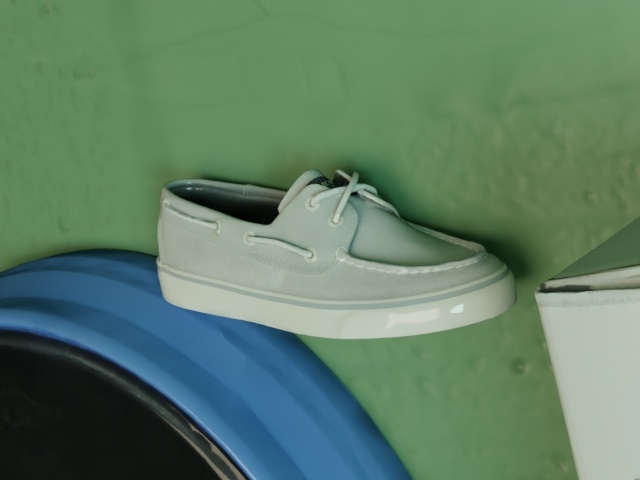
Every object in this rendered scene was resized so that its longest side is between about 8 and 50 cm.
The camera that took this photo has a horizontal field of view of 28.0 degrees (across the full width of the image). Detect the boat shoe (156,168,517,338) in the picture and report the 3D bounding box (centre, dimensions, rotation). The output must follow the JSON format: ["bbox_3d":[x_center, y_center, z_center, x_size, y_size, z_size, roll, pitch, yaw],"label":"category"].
[{"bbox_3d":[0.000,0.000,0.560,0.184,0.066,0.063,8,111,43],"label":"boat shoe"}]

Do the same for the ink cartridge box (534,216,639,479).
[{"bbox_3d":[0.161,0.090,0.413,0.092,0.158,0.218,-6,102,36],"label":"ink cartridge box"}]

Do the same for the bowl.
[{"bbox_3d":[-0.108,0.201,0.690,0.391,0.077,0.391,12,113,31],"label":"bowl"}]
